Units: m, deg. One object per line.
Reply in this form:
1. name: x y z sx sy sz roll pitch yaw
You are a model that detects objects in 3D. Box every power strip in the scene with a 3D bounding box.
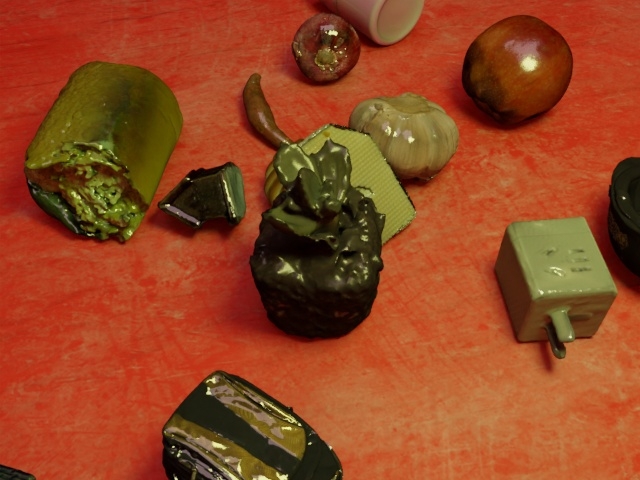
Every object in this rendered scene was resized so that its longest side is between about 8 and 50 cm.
1. power strip: 0.391 0.086 1.126 0.140 0.139 0.224 -4 49 -4

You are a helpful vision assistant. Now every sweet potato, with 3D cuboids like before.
1. sweet potato: -0.125 -0.273 1.485 0.078 0.058 0.255 -5 51 -32

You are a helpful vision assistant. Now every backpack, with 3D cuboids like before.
1. backpack: -0.086 0.315 0.947 0.258 0.133 0.206 27 46 14

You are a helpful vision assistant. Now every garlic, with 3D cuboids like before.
1. garlic: 0.166 -0.202 1.359 0.228 0.152 0.228 10 37 -8

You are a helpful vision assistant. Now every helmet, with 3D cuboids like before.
1. helmet: 0.613 -0.018 1.202 0.230 0.160 0.279 -2 38 -2

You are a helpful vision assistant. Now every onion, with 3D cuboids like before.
1. onion: 0.017 -0.459 1.586 0.159 0.159 0.195 5 38 4

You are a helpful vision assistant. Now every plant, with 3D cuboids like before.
1. plant: 0.000 0.000 1.089 0.213 0.312 0.215 9 47 3

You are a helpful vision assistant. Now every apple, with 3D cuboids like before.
1. apple: 0.415 -0.359 1.463 0.230 0.230 0.230 0 50 0

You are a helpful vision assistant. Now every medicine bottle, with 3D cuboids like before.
1. medicine bottle: 0.105 -0.631 1.710 0.178 0.178 0.291 -29 55 -22

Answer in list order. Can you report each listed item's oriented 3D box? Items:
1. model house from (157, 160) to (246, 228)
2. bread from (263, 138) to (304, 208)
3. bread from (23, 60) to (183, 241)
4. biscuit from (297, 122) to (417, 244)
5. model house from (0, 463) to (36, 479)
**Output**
1. model house: -0.226 -0.085 1.310 0.152 0.106 0.165 -11 14 6
2. bread: -0.014 -0.120 1.326 0.213 0.105 0.213 -1 52 2
3. bread: -0.421 -0.199 1.336 0.251 0.208 0.376 9 46 1
4. biscuit: 0.065 -0.103 1.241 0.147 0.250 0.046 -42 20 -21
5. model house: -0.491 0.356 0.878 0.194 0.170 0.211 11 50 12
